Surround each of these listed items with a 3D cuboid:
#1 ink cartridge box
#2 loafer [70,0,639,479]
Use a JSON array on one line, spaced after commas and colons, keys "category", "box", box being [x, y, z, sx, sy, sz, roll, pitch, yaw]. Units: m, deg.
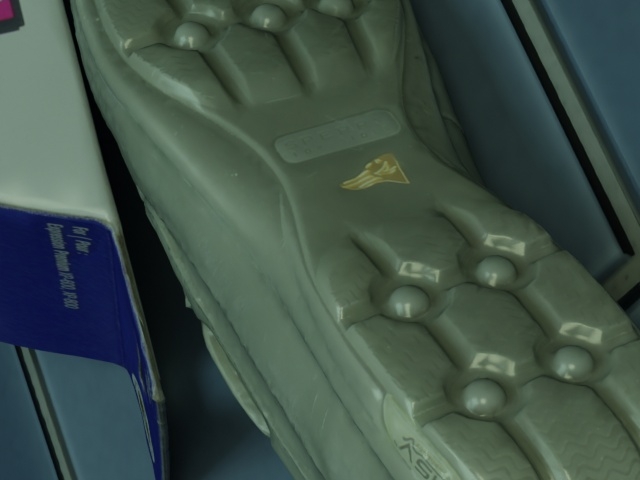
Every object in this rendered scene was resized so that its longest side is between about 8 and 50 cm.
[{"category": "ink cartridge box", "box": [-0.126, -0.087, 0.745, 0.176, 0.069, 0.371, 101, 152, -71]}, {"category": "loafer", "box": [0.000, 0.000, 0.602, 0.111, 0.112, 0.319, 95, 155, -43]}]
